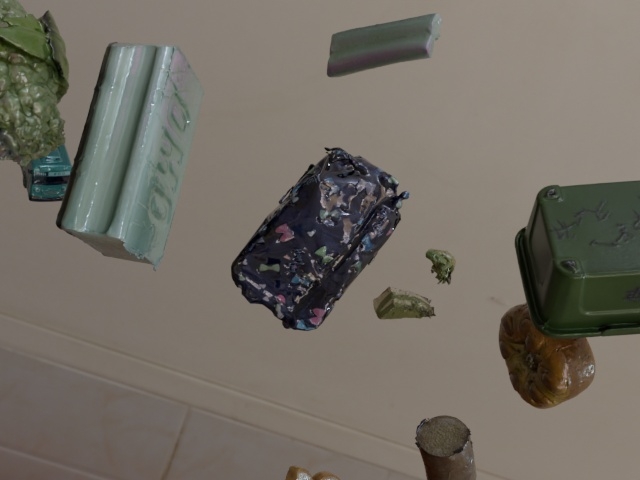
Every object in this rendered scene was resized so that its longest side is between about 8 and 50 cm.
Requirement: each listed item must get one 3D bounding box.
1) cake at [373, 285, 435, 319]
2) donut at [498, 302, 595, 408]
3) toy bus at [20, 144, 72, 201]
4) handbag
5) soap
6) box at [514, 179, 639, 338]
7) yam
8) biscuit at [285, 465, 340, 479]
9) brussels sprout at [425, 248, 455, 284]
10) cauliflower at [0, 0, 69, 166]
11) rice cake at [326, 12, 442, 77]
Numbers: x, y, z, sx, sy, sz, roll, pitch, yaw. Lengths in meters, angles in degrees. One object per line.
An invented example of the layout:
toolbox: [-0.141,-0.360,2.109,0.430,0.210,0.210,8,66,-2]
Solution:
cake: [0.171,0.120,1.526,0.055,0.140,0.051,-55,-136,42]
donut: [0.442,0.221,1.578,0.226,0.113,0.227,163,-90,-77]
toy bus: [-0.501,-0.151,1.439,0.160,0.079,0.092,62,-38,35]
handbag: [0.000,0.000,1.108,0.260,0.162,0.113,-52,-173,4]
soap: [-0.221,-0.103,0.973,0.150,0.094,0.262,54,44,-70]
box: [0.522,0.018,1.378,0.178,0.328,0.253,84,3,-49]
yam: [0.187,0.321,1.166,0.084,0.084,0.127,-78,156,-48]
biscuit: [-0.008,0.353,0.964,0.035,0.250,0.163,6,-94,45]
brussels sprout: [0.257,0.054,1.684,0.085,0.058,0.085,-9,90,-76]
cauliflower: [-0.440,-0.197,1.077,0.239,0.256,0.315,-51,170,-27]
rice cake: [0.105,-0.334,1.370,0.221,0.042,0.080,-1,-110,37]
